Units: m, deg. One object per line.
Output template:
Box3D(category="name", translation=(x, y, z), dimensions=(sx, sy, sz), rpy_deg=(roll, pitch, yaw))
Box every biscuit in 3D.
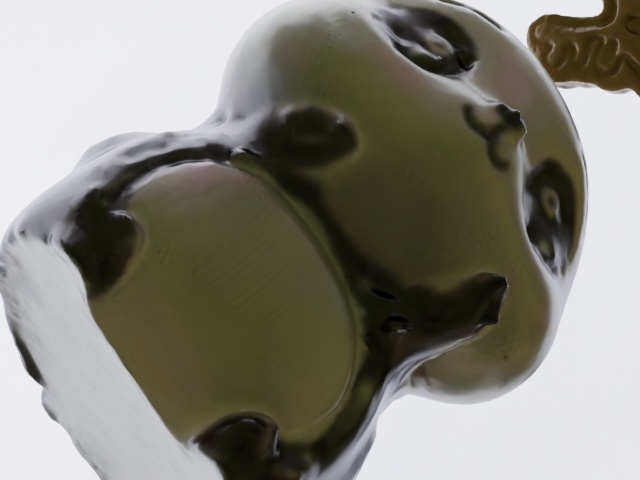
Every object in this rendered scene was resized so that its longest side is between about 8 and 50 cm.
Box3D(category="biscuit", translation=(0.269, -0.162, 1.299), dimensions=(0.040, 0.236, 0.144), rpy_deg=(13, -86, -57))

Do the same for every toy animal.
Box3D(category="toy animal", translation=(0.000, 0.000, 0.942), dimensions=(0.310, 0.251, 0.251), rpy_deg=(-31, -60, -24))
